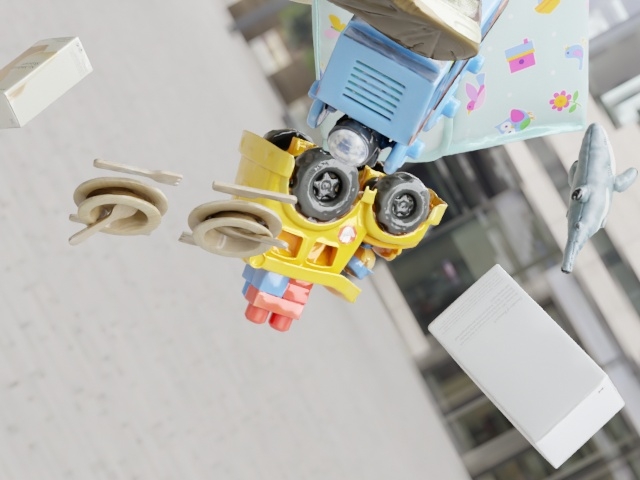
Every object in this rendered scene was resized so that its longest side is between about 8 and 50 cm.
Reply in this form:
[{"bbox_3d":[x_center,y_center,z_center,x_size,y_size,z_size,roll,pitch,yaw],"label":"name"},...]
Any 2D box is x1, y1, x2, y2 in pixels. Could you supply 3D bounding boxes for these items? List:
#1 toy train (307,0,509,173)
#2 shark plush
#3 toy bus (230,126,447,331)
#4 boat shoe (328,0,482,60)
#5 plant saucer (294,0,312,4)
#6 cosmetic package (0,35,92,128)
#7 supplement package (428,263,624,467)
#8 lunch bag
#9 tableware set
[{"bbox_3d":[0.059,-0.118,1.024,0.080,0.184,0.105,31,-43,5],"label":"toy train"},{"bbox_3d":[0.273,-0.043,1.823,0.073,0.161,0.067,22,-15,28],"label":"shark plush"},{"bbox_3d":[0.000,0.000,1.872,0.220,0.211,0.149,15,6,-26],"label":"toy bus"},{"bbox_3d":[0.028,-0.142,0.860,0.152,0.056,0.049,33,61,-44],"label":"boat shoe"},{"bbox_3d":[0.087,-0.383,1.950,0.081,0.333,0.333,59,-9,2],"label":"plant saucer"},{"bbox_3d":[-0.284,-0.155,1.681,0.115,0.060,0.041,-47,125,-42],"label":"cosmetic package"},{"bbox_3d":[0.217,0.133,1.809,0.179,0.105,0.105,47,-1,30],"label":"supplement package"},{"bbox_3d":[0.118,-0.201,1.647,0.160,0.262,0.223,-121,-156,-57],"label":"lunch bag"},{"bbox_3d":[-0.130,-0.013,1.557,0.128,0.194,0.039,127,-30,-59],"label":"tableware set"}]
